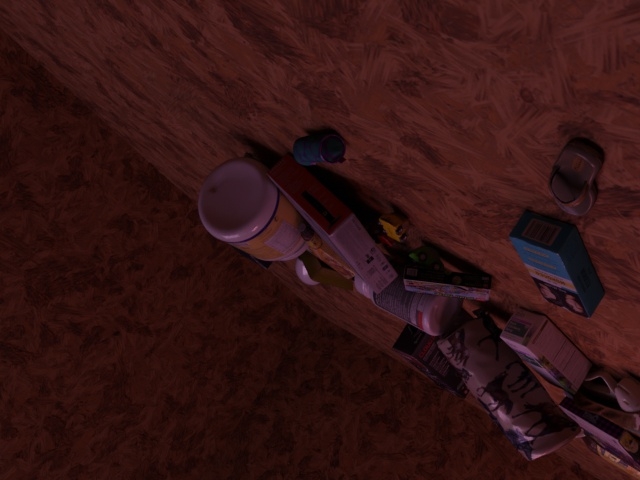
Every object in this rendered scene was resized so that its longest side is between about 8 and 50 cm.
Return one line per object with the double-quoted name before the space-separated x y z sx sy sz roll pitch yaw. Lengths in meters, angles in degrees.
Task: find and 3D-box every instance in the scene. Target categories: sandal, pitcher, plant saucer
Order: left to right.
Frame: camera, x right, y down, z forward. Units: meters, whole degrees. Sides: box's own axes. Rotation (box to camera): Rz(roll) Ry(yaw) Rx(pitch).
"pitcher" -0.055 0.071 2.700 0.177 0.125 0.207 53 169 33
"plant saucer" 0.023 0.081 2.396 0.188 0.045 0.188 17 -150 -35
"sandal" 0.351 -0.078 0.965 0.072 0.049 0.180 31 168 22

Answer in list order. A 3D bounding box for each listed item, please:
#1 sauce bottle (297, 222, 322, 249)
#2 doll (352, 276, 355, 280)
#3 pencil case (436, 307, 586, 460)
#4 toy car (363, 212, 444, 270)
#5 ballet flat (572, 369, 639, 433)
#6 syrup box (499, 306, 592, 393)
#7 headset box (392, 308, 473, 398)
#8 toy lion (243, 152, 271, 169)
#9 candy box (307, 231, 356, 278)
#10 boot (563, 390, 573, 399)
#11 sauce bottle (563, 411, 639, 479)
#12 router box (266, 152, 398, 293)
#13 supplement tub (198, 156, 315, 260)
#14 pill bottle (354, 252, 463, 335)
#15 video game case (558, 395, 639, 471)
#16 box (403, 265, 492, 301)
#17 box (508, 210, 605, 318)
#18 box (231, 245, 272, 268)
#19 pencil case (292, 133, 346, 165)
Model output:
"sauce bottle" -0.032 -0.013 1.968 0.042 0.042 0.128 30 173 28
"doll" 0.135 0.130 2.513 0.189 0.046 0.129 12 145 51
"pencil case" 0.496 0.378 1.799 0.410 0.183 0.160 54 167 22
"toy car" 0.223 0.008 1.714 0.225 0.053 0.239 36 170 -3
"ballet flat" 0.726 0.376 1.664 0.124 0.116 0.342 59 166 -10
"syrup box" 0.560 0.273 1.704 0.237 0.096 0.093 40 169 -28
"headset box" 0.375 0.311 2.100 0.293 0.218 0.110 41 167 -25
"toy lion" -0.178 -0.215 2.048 0.096 0.034 0.100 15 158 43
"candy box" 0.000 0.000 2.256 0.316 0.087 0.183 35 170 0
"boot" 0.742 0.418 1.886 0.190 0.069 0.086 15 143 55
"sauce bottle" 0.917 0.642 2.146 0.344 0.111 0.111 26 166 35
"router box" 0.034 -0.041 1.808 0.301 0.082 0.335 46 178 38
"supplement tub" -0.171 -0.076 1.981 0.241 0.241 0.331 30 179 28
"pill bottle" 0.241 0.138 1.921 0.283 0.161 0.161 26 166 41
"video game case" 0.775 0.528 1.832 0.210 0.042 0.232 44 174 -18
"box" 0.312 0.107 1.690 0.207 0.036 0.114 6 161 13
"box" 0.427 0.047 1.235 0.100 0.060 0.244 25 165 44
"box" -0.203 -0.025 2.449 0.153 0.207 0.108 25 165 45
"pencil case" -0.003 -0.196 1.496 0.070 0.064 0.152 57 163 -19
